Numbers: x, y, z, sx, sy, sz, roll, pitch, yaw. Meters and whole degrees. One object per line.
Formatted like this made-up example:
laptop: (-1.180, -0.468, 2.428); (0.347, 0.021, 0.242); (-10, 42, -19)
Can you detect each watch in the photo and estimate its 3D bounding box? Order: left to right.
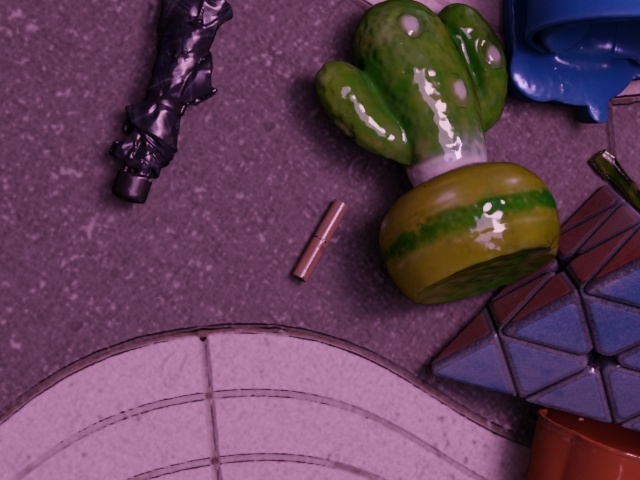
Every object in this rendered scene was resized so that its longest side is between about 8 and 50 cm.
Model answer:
watch: (0.359, -0.255, 1.464); (0.305, 0.274, 0.241); (2, 85, -14)

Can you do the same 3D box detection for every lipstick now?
lipstick: (0.000, 0.000, 1.459); (0.019, 0.019, 0.094); (33, 77, -14)

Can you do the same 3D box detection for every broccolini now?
broccolini: (0.411, -0.017, 1.583); (0.254, 0.057, 0.071); (42, 32, -15)

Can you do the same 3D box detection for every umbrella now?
umbrella: (-0.150, -0.141, 1.396); (0.071, 0.080, 0.224); (28, 79, -50)

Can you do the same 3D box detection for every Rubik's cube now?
Rubik's cube: (0.291, 0.074, 1.453); (0.228, 0.233, 0.229); (2, 109, -46)

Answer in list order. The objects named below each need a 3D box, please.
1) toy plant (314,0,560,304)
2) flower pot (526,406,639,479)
toy plant: (0.117, -0.104, 1.447); (0.224, 0.184, 0.316); (-10, 74, -24)
flower pot: (0.295, 0.282, 1.461); (0.190, 0.190, 0.173); (15, 94, -17)
